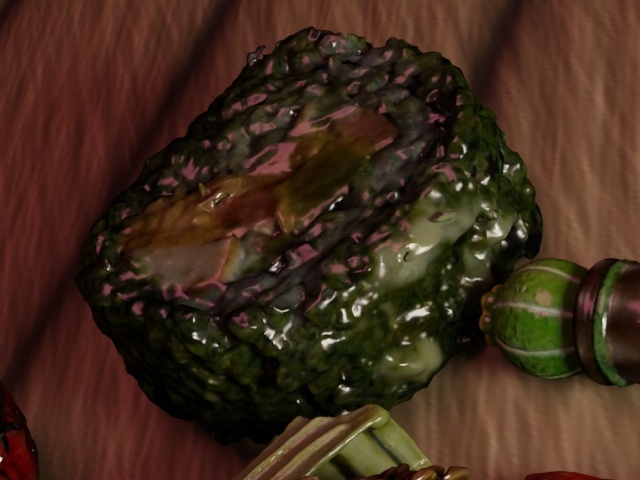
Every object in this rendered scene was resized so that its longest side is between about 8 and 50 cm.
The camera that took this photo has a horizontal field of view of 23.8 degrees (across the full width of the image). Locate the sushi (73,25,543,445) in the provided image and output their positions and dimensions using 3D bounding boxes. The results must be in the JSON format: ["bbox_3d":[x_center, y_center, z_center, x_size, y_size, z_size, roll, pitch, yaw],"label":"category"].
[{"bbox_3d":[0.000,0.000,1.218,0.352,0.178,0.294,-45,43,-19],"label":"sushi"}]

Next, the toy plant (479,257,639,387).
[{"bbox_3d":[0.191,0.057,1.095,0.162,0.093,0.093,4,51,36],"label":"toy plant"}]

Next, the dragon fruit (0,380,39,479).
[{"bbox_3d":[-0.319,0.184,1.256,0.182,0.182,0.188,-41,57,-10],"label":"dragon fruit"}]

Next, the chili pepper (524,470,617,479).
[{"bbox_3d":[0.235,0.181,0.961,0.272,0.071,0.063,0,88,41],"label":"chili pepper"}]

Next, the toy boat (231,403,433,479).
[{"bbox_3d":[-0.044,0.228,1.063,0.276,0.111,0.084,-48,36,-12],"label":"toy boat"}]

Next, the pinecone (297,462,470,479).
[{"bbox_3d":[0.058,0.230,0.942,0.185,0.169,0.212,-42,37,-19],"label":"pinecone"}]
